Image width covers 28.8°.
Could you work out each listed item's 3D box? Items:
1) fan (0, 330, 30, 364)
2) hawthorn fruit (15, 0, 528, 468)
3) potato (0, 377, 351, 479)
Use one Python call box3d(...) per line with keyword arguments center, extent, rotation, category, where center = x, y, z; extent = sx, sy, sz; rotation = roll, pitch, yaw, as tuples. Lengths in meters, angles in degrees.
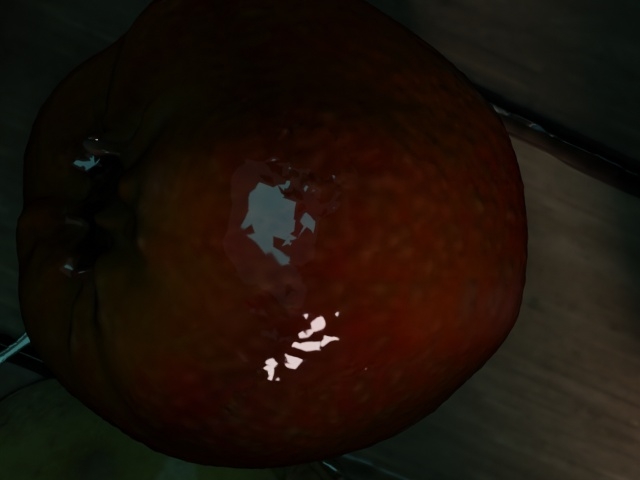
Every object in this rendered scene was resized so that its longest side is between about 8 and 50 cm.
box3d(center=(-0.121, 0.036, 0.571), extent=(0.083, 0.004, 0.056), rotation=(-37, 97, 0), category="fan")
box3d(center=(0.000, 0.000, 0.500), extent=(0.225, 0.196, 0.197), rotation=(11, 95, -34), category="hawthorn fruit")
box3d(center=(-0.068, 0.206, 0.541), extent=(0.239, 0.116, 0.299), rotation=(-5, 97, -7), category="potato")
